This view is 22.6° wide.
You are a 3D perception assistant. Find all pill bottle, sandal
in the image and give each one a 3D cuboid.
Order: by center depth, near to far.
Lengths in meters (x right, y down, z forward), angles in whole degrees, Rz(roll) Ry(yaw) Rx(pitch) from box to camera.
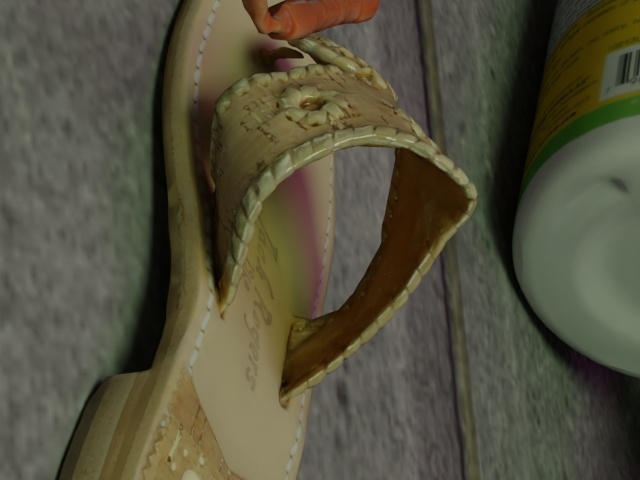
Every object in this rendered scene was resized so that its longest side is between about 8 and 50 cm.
[{"bbox_3d":[0.003,0.004,0.415,0.088,0.079,0.240,53,36,-39],"label":"sandal"},{"bbox_3d":[0.165,-0.070,0.688,0.136,0.136,0.245,58,34,-34],"label":"pill bottle"}]

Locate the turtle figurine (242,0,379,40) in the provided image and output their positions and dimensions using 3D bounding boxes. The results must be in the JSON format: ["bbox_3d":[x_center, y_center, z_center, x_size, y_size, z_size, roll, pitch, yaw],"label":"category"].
[{"bbox_3d":[-0.034,-0.186,0.401,0.269,0.087,0.217,-84,170,-54],"label":"turtle figurine"}]
